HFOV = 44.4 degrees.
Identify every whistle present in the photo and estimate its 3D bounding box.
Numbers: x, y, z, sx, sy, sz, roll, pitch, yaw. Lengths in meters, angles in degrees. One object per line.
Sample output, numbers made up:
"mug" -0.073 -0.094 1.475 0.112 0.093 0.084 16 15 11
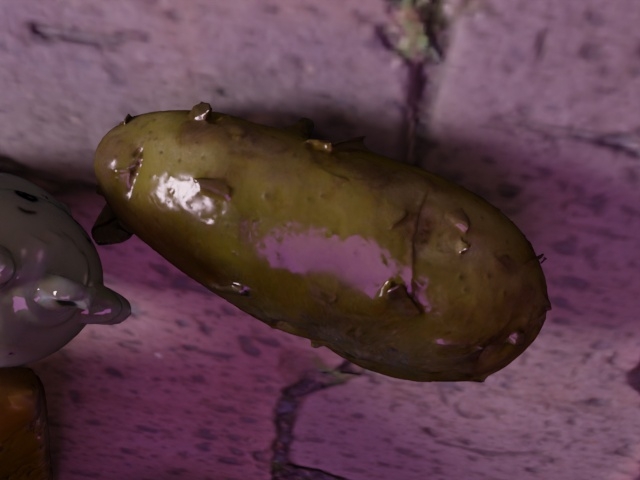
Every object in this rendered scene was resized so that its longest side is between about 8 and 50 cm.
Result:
"whistle" -0.187 0.006 0.385 0.244 0.092 0.110 8 167 39

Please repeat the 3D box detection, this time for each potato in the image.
"potato" 0.000 0.000 0.369 0.225 0.090 0.117 21 140 -1

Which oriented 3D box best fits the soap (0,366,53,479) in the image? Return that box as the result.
"soap" -0.333 0.156 0.488 0.304 0.170 0.339 12 148 -11
